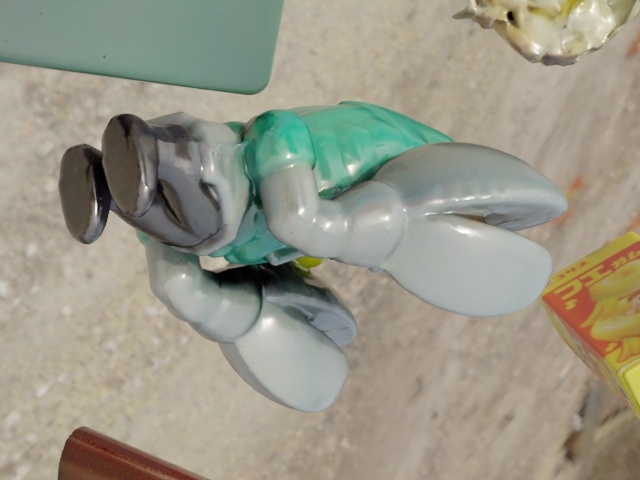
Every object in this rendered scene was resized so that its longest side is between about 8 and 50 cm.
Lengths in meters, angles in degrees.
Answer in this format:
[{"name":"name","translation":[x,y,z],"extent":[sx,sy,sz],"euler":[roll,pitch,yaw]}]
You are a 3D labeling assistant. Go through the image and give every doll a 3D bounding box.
[{"name":"doll","translation":[-0.009,0.006,0.662],"extent":[0.258,0.153,0.195],"euler":[-5,165,-21]}]

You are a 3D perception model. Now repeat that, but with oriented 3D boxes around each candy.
[{"name":"candy","translation":[0.351,0.091,1.411],"extent":[0.146,0.088,0.276],"euler":[-31,-160,-1]}]

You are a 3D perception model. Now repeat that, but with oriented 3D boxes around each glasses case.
[{"name":"glasses case","translation":[-0.103,-0.110,0.545],"extent":[0.184,0.039,0.078],"euler":[3,102,-33]}]

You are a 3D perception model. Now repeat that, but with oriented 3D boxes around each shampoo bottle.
[{"name":"shampoo bottle","translation":[-0.193,0.308,1.525],"extent":[0.064,0.260,0.102],"euler":[-20,122,-58]}]

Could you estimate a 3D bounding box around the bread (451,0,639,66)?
[{"name":"bread","translation":[0.236,-0.395,1.312],"extent":[0.394,0.250,0.361],"euler":[-61,166,-68]}]
